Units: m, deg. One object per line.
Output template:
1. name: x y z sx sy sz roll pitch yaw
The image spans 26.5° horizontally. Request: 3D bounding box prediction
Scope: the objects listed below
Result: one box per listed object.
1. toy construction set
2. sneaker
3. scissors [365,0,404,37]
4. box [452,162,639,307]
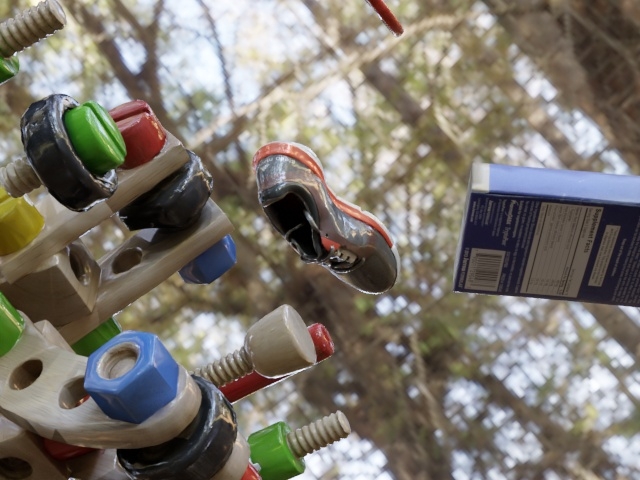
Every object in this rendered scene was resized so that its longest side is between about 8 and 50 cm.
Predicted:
1. toy construction set: -0.145 0.078 0.759 0.237 0.257 0.309 -27 -28 12
2. sneaker: 0.000 0.000 0.975 0.061 0.065 0.158 -25 -52 29
3. scissors: 0.048 -0.331 1.698 0.021 0.109 0.297 -37 -15 5
4. box: 0.225 0.001 1.093 0.225 0.036 0.136 6 -37 2
